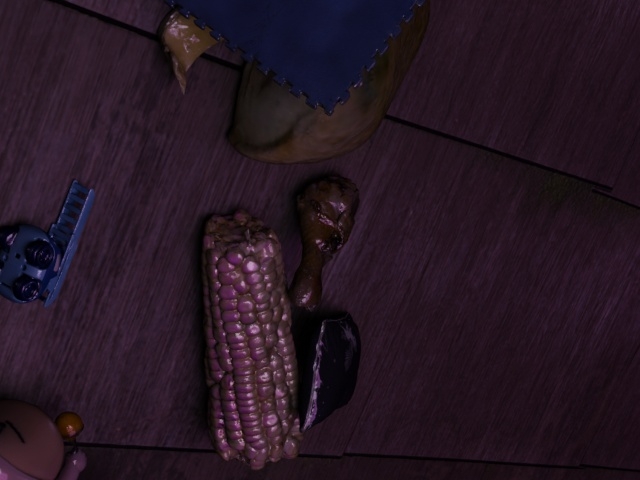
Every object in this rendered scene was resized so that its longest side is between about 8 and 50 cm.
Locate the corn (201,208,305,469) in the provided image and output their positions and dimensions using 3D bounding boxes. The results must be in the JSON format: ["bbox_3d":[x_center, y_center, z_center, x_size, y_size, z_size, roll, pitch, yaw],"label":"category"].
[{"bbox_3d":[-0.085,0.126,1.278,0.126,0.126,0.335,-18,119,-32],"label":"corn"}]

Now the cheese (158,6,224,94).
[{"bbox_3d":[-0.144,-0.202,1.105,0.060,0.041,0.084,43,67,-51],"label":"cheese"}]

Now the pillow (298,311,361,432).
[{"bbox_3d":[0.014,0.161,1.340,0.208,0.055,0.141,-2,101,-77],"label":"pillow"}]

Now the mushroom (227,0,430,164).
[{"bbox_3d":[0.047,-0.217,1.157,0.217,0.212,0.292,0,104,-35],"label":"mushroom"}]

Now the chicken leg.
[{"bbox_3d":[-0.003,-0.001,1.266,0.085,0.069,0.198,77,25,-53],"label":"chicken leg"}]

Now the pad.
[{"bbox_3d":[-0.012,-0.293,1.035,0.270,0.269,0.012,-50,166,-5],"label":"pad"}]

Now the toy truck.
[{"bbox_3d":[-0.287,0.001,1.084,0.074,0.063,0.136,11,104,-63],"label":"toy truck"}]

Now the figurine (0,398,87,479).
[{"bbox_3d":[-0.336,0.259,1.129,0.186,0.176,0.287,-63,143,-19],"label":"figurine"}]
